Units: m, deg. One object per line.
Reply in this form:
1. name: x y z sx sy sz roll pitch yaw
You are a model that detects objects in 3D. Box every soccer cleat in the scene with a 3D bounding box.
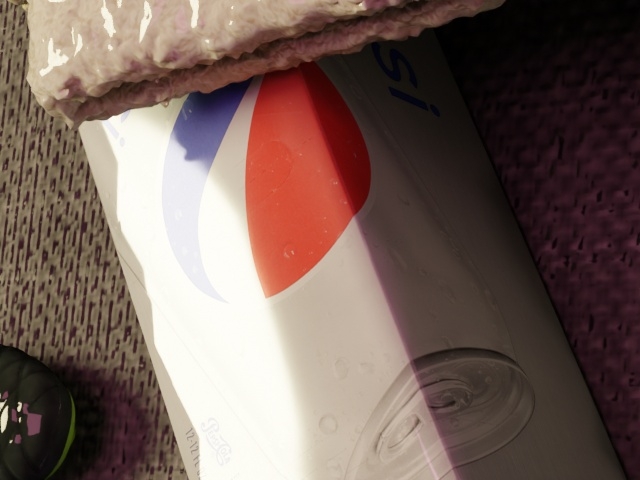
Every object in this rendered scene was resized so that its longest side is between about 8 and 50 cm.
1. soccer cleat: -0.169 0.062 0.759 0.179 0.072 0.060 8 85 42

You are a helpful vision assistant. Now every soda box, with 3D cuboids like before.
1. soda box: 0.000 0.000 0.609 0.091 0.098 0.286 -38 57 29

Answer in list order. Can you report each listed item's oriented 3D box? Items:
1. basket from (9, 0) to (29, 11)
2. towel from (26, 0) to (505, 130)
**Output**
1. basket: -0.086 -0.175 0.723 0.167 0.103 0.113 -32 61 31
2. towel: 0.025 -0.146 0.534 0.282 0.049 0.187 -13 69 32
